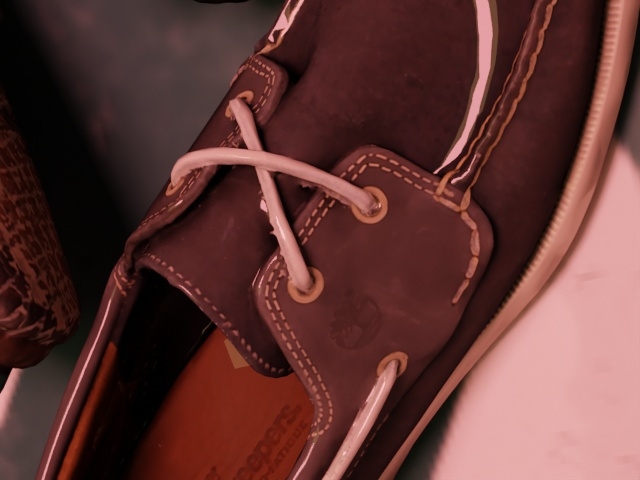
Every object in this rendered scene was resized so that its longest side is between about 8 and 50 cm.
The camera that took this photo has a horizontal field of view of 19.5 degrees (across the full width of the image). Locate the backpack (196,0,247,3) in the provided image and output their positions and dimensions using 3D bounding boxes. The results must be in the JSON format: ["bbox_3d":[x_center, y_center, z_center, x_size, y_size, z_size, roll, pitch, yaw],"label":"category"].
[{"bbox_3d":[-0.074,-0.208,0.339,0.213,0.263,0.276,-33,77,27],"label":"backpack"}]

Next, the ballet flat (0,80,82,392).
[{"bbox_3d":[-0.245,-0.115,0.517,0.482,0.164,0.182,18,82,28],"label":"ballet flat"}]

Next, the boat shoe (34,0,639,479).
[{"bbox_3d":[0.000,0.000,0.421,0.084,0.079,0.233,34,108,24],"label":"boat shoe"}]
